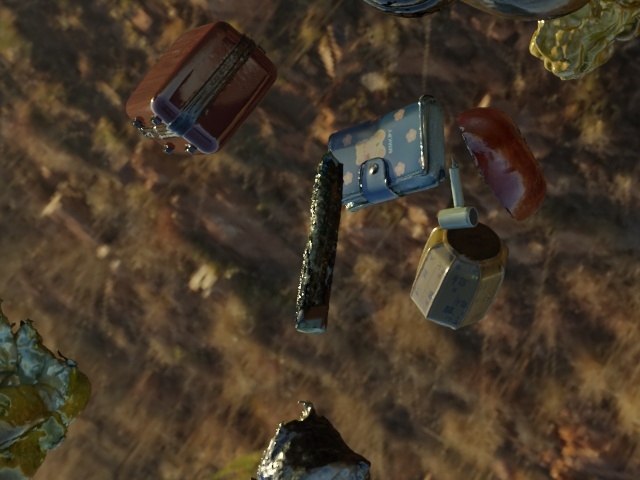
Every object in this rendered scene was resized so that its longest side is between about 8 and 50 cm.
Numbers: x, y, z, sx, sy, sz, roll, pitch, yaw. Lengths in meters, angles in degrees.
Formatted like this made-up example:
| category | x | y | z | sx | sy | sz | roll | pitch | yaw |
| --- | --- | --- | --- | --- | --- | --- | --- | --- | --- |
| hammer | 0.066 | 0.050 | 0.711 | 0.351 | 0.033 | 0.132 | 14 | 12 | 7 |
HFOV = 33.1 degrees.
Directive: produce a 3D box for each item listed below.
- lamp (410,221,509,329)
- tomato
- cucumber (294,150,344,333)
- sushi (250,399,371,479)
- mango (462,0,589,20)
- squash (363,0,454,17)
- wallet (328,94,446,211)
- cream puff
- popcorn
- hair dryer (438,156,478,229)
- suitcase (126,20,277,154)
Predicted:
| category | x | y | z | sx | sy | sz | roll | pitch | yaw |
| --- | --- | --- | --- | --- | --- | --- | --- | --- | --- |
| lamp | 0.252 | 0.061 | 1.955 | 0.161 | 0.161 | 0.185 | 29 | 133 | 14 |
| tomato | 0.321 | -0.141 | 1.845 | 0.085 | 0.225 | 0.225 | -32 | 117 | 16 |
| cucumber | 0.001 | 0.000 | 1.397 | 0.043 | 0.256 | 0.044 | 9 | 156 | -4 |
| sushi | -0.009 | 0.303 | 1.285 | 0.115 | 0.147 | 0.212 | 40 | 169 | 41 |
| mango | 0.246 | -0.394 | 1.505 | 0.317 | 0.146 | 0.193 | 8 | 174 | -12 |
| squash | 0.082 | -0.337 | 1.116 | 0.173 | 0.218 | 0.218 | -19 | 126 | 28 |
| wallet | 0.098 | -0.127 | 1.631 | 0.202 | 0.141 | 0.059 | -17 | 158 | 41 |
| cream puff | -0.364 | 0.158 | 1.076 | 0.221 | 0.194 | 0.194 | 38 | 155 | 3 |
| popcorn | 0.425 | -0.362 | 1.745 | 0.194 | 0.140 | 0.163 | -34 | 78 | 44 |
| hair dryer | 0.231 | -0.082 | 1.851 | 0.063 | 0.038 | 0.124 | -6 | 95 | 39 |
| suitcase | -0.225 | -0.277 | 1.992 | 0.161 | 0.236 | 0.297 | 40 | 170 | -18 |
